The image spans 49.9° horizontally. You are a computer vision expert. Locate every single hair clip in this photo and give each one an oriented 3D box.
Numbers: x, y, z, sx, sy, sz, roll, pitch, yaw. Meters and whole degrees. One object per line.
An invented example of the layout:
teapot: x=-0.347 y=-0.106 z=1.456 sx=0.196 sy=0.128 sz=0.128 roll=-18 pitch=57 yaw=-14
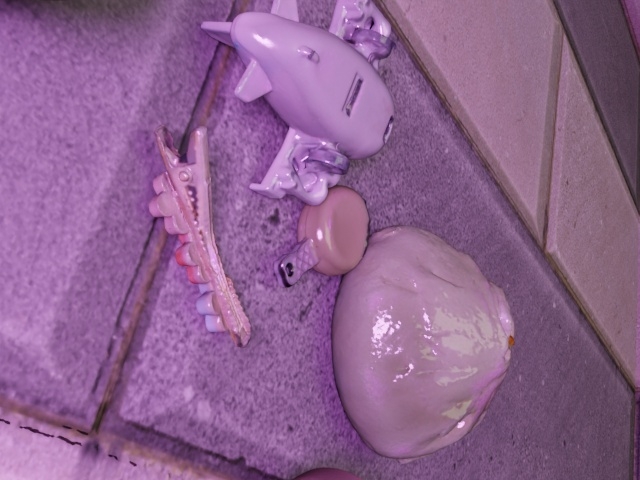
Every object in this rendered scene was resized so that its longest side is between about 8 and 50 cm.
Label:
hair clip: x=-0.110 y=0.001 z=0.612 sx=0.062 sy=0.056 sz=0.214 roll=-58 pitch=142 yaw=-63

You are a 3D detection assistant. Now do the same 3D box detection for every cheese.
cheese: x=0.003 y=0.005 z=0.772 sx=0.092 sy=0.048 sz=0.171 roll=57 pitch=43 yaw=-31

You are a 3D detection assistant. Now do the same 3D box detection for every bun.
bun: x=0.148 y=0.125 z=0.848 sx=0.293 sy=0.187 sz=0.293 roll=4 pitch=86 yaw=-56

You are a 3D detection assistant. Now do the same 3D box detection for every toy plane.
toy plane: x=-0.007 y=-0.160 z=0.720 sx=0.252 sy=0.118 sz=0.252 roll=-21 pitch=119 yaw=-45

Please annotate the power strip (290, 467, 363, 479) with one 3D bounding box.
power strip: x=-0.001 y=0.299 z=0.644 sx=0.078 sy=0.154 sz=0.154 roll=-8 pitch=93 yaw=-58
